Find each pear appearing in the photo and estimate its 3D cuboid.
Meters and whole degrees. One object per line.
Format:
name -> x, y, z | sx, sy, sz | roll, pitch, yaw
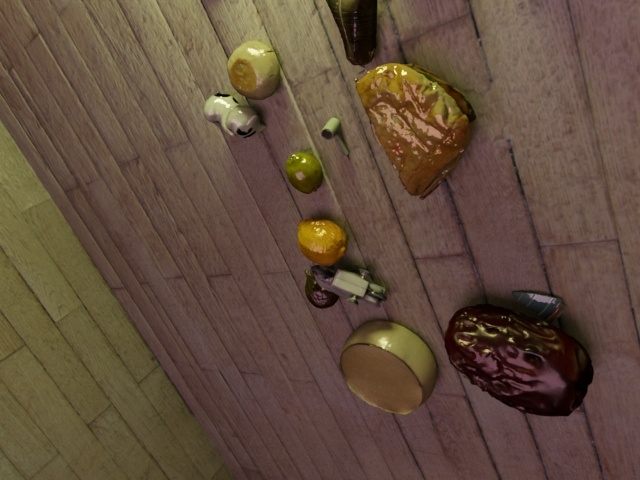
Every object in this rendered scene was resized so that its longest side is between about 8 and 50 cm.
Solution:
pear -> -0.047, -0.201, 1.366 | 0.107, 0.107, 0.131 | -19, 116, 43

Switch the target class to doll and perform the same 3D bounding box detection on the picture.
doll -> -0.266, -0.376, 1.399 | 0.181, 0.110, 0.106 | 33, 95, 15

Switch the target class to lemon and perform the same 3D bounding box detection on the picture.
lemon -> 0.000, 0.000, 1.445 | 0.187, 0.142, 0.142 | 35, 135, 21

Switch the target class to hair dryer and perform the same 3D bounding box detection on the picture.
hair dryer -> 0.049, -0.273, 1.277 | 0.038, 0.063, 0.124 | -7, 128, 38

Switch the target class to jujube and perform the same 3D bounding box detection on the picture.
jujube -> 0.516, 0.314, 1.217 | 0.377, 0.258, 0.258 | 16, 128, 22

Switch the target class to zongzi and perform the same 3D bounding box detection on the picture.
zongzi -> 0.055, -0.514, 1.091 | 0.184, 0.084, 0.187 | 33, 140, 34

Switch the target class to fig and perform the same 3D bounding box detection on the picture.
fig -> -0.005, 0.164, 1.599 | 0.109, 0.103, 0.154 | -28, 91, 8

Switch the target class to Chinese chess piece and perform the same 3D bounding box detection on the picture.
Chinese chess piece -> 0.231, 0.439, 1.589 | 0.338, 0.140, 0.337 | 18, 128, 25

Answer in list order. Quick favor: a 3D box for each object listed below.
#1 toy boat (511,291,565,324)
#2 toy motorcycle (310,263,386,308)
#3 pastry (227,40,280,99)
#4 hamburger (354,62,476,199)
toy boat -> 0.570, 0.165, 1.214 | 0.122, 0.034, 0.096 | 35, 129, 13
toy motorcycle -> 0.087, 0.143, 1.501 | 0.260, 0.110, 0.171 | 23, 171, 0
pastry -> -0.186, -0.473, 1.283 | 0.157, 0.092, 0.156 | 13, 125, 20
hamburger -> 0.247, -0.272, 1.053 | 0.209, 0.162, 0.329 | -18, 106, 40
